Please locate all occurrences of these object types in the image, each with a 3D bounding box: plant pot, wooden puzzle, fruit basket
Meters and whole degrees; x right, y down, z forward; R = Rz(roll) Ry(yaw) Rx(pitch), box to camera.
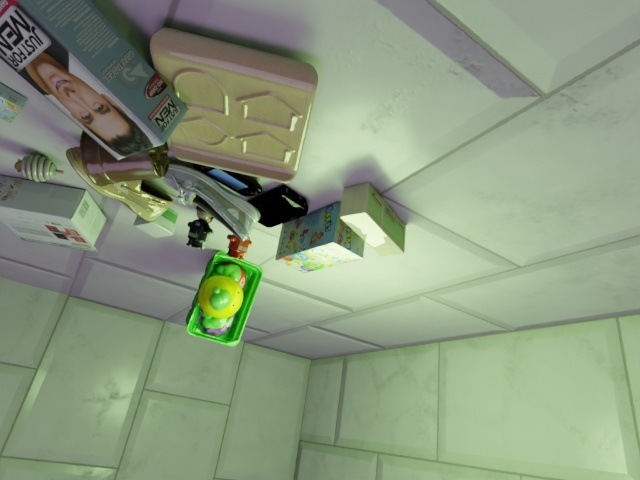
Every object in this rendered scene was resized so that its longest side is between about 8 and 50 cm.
[{"bbox_3d":[-0.496,-0.225,1.084,0.165,0.166,0.167,-1,154,2],"label":"plant pot"},{"bbox_3d":[-0.187,-0.290,0.939,0.323,0.080,0.347,12,149,-6],"label":"wooden puzzle"},{"bbox_3d":[-0.398,0.241,1.750,0.283,0.391,0.392,27,149,-32],"label":"fruit basket"}]

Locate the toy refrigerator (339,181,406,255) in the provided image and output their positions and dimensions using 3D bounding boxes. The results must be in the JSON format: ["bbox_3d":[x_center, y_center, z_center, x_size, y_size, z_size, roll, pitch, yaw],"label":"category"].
[{"bbox_3d":[0.169,-0.056,1.262,0.094,0.102,0.269,-9,148,33],"label":"toy refrigerator"}]

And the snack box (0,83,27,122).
[{"bbox_3d":[-0.822,-0.362,1.031,0.100,0.037,0.141,-13,147,39],"label":"snack box"}]

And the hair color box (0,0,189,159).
[{"bbox_3d":[-0.461,-0.336,0.793,0.186,0.113,0.374,-5,141,38],"label":"hair color box"}]

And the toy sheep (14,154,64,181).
[{"bbox_3d":[-0.864,-0.221,1.284,0.132,0.091,0.091,2,157,-18],"label":"toy sheep"}]

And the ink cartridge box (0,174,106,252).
[{"bbox_3d":[-0.983,-0.088,1.530,0.310,0.129,0.271,10,151,-2],"label":"ink cartridge box"}]

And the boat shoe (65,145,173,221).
[{"bbox_3d":[-0.594,-0.184,1.261,0.110,0.121,0.341,-36,146,5],"label":"boat shoe"}]

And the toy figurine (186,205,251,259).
[{"bbox_3d":[-0.333,-0.030,1.401,0.213,0.148,0.209,16,176,-11],"label":"toy figurine"}]

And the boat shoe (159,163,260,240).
[{"bbox_3d":[-0.336,-0.117,1.231,0.321,0.103,0.118,31,160,-13],"label":"boat shoe"}]

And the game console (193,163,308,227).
[{"bbox_3d":[-0.222,-0.148,1.269,0.213,0.043,0.361,-17,143,42],"label":"game console"}]

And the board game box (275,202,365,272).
[{"bbox_3d":[0.000,0.000,1.382,0.142,0.144,0.275,29,149,-36],"label":"board game box"}]

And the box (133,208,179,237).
[{"bbox_3d":[-0.584,-0.072,1.488,0.102,0.087,0.101,-7,150,30],"label":"box"}]
